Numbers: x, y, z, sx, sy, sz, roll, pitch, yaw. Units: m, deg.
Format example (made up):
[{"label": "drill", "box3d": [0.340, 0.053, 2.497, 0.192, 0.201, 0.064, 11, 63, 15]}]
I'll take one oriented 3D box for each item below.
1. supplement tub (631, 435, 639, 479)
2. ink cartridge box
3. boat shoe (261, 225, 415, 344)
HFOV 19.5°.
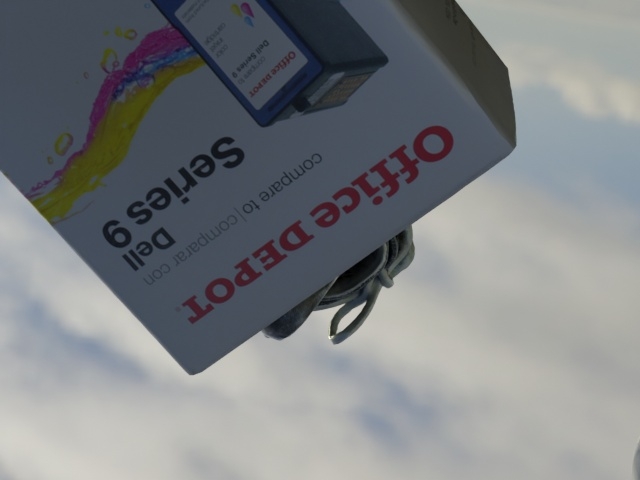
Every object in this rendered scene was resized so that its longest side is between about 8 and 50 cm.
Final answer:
[{"label": "supplement tub", "box3d": [0.323, 0.052, 0.902, 0.235, 0.235, 0.325, 17, -132, 42]}, {"label": "ink cartridge box", "box3d": [-0.052, -0.082, 0.668, 0.212, 0.154, 0.093, 49, -162, -19]}, {"label": "boat shoe", "box3d": [0.003, -0.003, 1.132, 0.105, 0.113, 0.306, 40, -169, 6]}]
